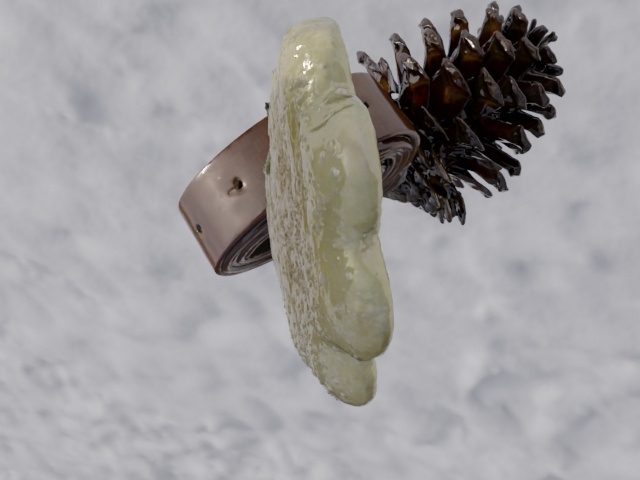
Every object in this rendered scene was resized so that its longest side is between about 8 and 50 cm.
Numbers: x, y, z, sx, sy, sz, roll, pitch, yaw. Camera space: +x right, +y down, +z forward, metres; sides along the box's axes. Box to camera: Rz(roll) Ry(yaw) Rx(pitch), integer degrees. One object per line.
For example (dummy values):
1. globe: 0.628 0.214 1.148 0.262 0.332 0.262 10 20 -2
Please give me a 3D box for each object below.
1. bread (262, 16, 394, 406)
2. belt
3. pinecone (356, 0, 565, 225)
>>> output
1. bread: 0.000 0.000 0.637 0.038 0.182 0.251 -8 152 -10
2. belt: -0.022 -0.065 1.161 0.105 0.261 0.184 56 -177 17
3. pinecone: 0.163 -0.166 1.307 0.246 0.292 0.246 52 177 4
